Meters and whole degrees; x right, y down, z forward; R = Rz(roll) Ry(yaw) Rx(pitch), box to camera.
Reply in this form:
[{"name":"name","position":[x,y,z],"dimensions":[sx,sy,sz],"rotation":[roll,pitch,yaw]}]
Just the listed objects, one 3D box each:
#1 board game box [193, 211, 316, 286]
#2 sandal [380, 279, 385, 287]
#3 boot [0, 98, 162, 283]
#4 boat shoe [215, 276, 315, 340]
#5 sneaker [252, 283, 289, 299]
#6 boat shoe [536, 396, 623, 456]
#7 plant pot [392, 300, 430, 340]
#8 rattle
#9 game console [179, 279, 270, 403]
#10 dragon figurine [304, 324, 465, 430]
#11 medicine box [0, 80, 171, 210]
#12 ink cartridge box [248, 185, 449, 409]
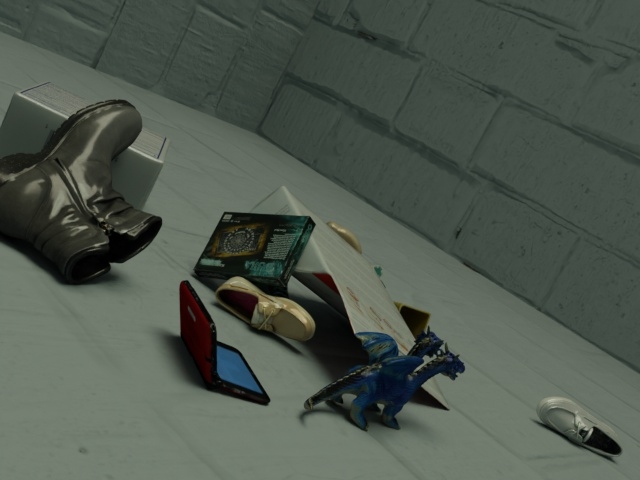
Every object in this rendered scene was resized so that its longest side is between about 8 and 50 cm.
[{"name":"board game box","position":[-0.111,0.012,1.353],"dimensions":[0.186,0.126,0.026],"rotation":[4,-33,35]},{"name":"sandal","position":[0.112,0.113,1.740],"dimensions":[0.265,0.076,0.102],"rotation":[34,11,34]},{"name":"boot","position":[-0.318,-0.070,1.208],"dimensions":[0.222,0.118,0.338],"rotation":[30,45,12]},{"name":"boat shoe","position":[-0.090,0.113,1.270],"dimensions":[0.170,0.063,0.059],"rotation":[24,21,22]},{"name":"sneaker","position":[-0.079,0.086,1.367],"dimensions":[0.065,0.076,0.166],"rotation":[20,12,-32]},{"name":"boat shoe","position":[0.495,0.360,1.562],"dimensions":[0.184,0.066,0.063],"rotation":[35,7,-13]},{"name":"plant pot","position":[0.149,0.161,1.604],"dimensions":[0.081,0.082,0.083],"rotation":[21,-2,-34]},{"name":"rattle","position":[0.048,0.065,1.860],"dimensions":[0.200,0.130,0.143],"rotation":[52,15,-17]},{"name":"game console","position":[-0.122,0.126,1.041],"dimensions":[0.085,0.124,0.144],"rotation":[-7,24,-22]},{"name":"dragon figurine","position":[0.084,0.178,1.129],"dimensions":[0.289,0.144,0.085],"rotation":[18,13,-45]},{"name":"medicine box","position":[-0.426,-0.158,1.491],"dimensions":[0.263,0.149,0.289],"rotation":[25,9,-13]},{"name":"ink cartridge box","position":[0.047,0.113,1.415],"dimensions":[0.308,0.091,0.385],"rotation":[42,15,-41]}]
